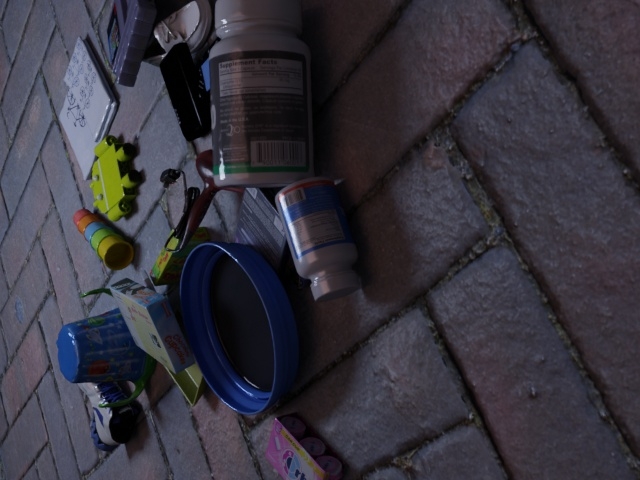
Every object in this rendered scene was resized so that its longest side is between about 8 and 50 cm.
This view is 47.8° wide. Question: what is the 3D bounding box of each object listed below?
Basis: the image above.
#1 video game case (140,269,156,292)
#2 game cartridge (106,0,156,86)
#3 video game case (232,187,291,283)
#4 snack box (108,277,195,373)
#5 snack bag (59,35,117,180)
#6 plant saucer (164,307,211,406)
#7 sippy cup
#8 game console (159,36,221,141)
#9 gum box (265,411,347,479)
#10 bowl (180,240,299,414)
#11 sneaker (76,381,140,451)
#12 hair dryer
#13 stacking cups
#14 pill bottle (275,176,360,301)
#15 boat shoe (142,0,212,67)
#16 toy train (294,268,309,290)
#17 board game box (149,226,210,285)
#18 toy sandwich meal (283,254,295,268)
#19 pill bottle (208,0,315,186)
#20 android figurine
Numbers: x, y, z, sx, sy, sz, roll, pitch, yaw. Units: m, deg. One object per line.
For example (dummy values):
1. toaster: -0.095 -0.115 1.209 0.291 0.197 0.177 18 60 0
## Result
1. video game case: -0.437 0.153 1.915 0.143 0.019 0.157 68 166 -11
2. game cartridge: -0.503 -0.586 1.897 0.230 0.068 0.355 -57 36 31
3. video game case: -0.134 0.020 1.585 0.196 0.026 0.274 51 138 38
4. snack box: -0.433 0.208 1.834 0.322 0.060 0.187 12 126 58
5. snack bag: -0.756 -0.417 2.302 0.323 0.037 0.342 59 133 27
6. plant saucer: -0.333 0.298 1.868 0.188 0.045 0.188 43 124 38
7. sippy cup: -0.623 0.309 2.073 0.305 0.224 0.240 51 129 34
8. game console: -0.275 -0.377 1.667 0.361 0.044 0.213 -21 89 59
9. gum box: -0.031 0.464 1.514 0.188 0.062 0.107 37 121 41
10. bowl: -0.184 0.188 1.608 0.391 0.077 0.390 22 119 46
11. sneaker: -0.631 0.481 2.193 0.182 0.128 0.315 -18 87 45
12. hair dryer: -0.259 -0.103 1.690 0.294 0.080 0.223 -21 71 37
13. stacking cups: -0.675 -0.021 2.208 0.316 0.096 0.096 37 120 44
14. pill bottle: 0.000 0.000 1.384 0.124 0.124 0.221 -33 69 46
15. boat shoe: -0.363 -0.504 1.781 0.277 0.096 0.098 -29 72 47
16. toy train: -0.030 0.029 1.499 0.036 0.027 0.158 15 104 37
17. board game box: -0.358 0.041 1.835 0.043 0.092 0.181 58 133 27
18. toy sandwich meal: -0.075 0.023 1.546 0.086 0.029 0.085 7 99 49
19. pill bottle: -0.116 -0.287 1.429 0.204 0.204 0.360 0 92 50
20. android figurine: -0.619 -0.181 2.152 0.273 0.056 0.248 -24 76 47
